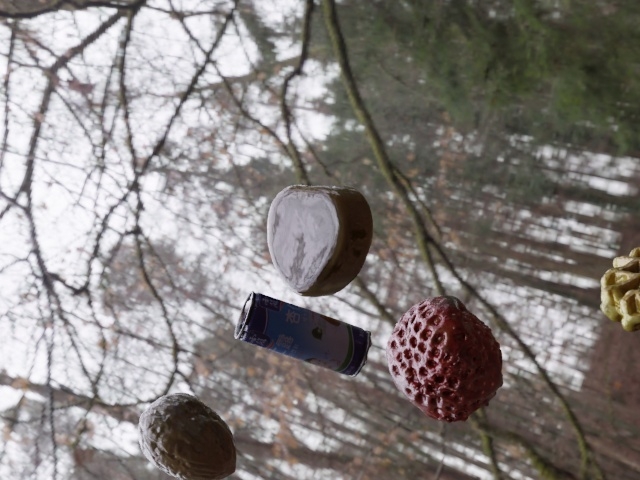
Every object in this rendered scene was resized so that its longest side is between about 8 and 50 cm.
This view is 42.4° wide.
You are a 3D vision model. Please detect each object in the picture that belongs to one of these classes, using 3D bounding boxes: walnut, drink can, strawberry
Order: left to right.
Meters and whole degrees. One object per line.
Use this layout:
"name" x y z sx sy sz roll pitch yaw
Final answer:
"walnut" -0.274 0.418 1.722 0.178 0.230 0.178 -56 -11 -17
"drink can" -0.031 0.172 1.508 0.235 0.097 0.097 21 -95 -11
"strawberry" 0.297 0.275 2.043 0.345 0.296 0.317 60 -154 -62

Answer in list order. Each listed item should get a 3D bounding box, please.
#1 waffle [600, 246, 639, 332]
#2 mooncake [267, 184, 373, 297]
"waffle" 0.454 0.049 0.935 0.249 0.253 0.056 -27 -66 -52
"mooncake" 0.000 0.000 1.647 0.117 0.235 0.234 -2 -75 -46
